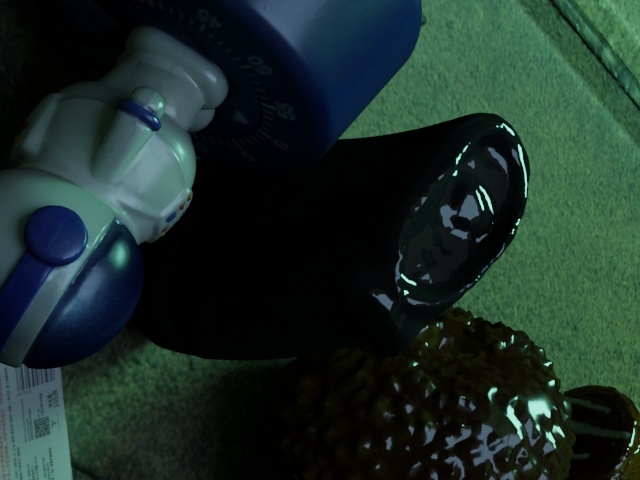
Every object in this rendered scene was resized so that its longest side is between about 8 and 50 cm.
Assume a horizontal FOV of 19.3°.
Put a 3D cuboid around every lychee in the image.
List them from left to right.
[{"bbox_3d":[0.073,0.184,1.563,0.267,0.267,0.268,-7,100,-46],"label":"lychee"}]

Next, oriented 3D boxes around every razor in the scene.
[{"bbox_3d":[0.000,0.001,1.391,0.204,0.349,0.113,-50,117,-28],"label":"razor"}]

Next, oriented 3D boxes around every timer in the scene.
[{"bbox_3d":[-0.127,-0.075,1.289,0.270,0.270,0.384,51,59,-37],"label":"timer"}]

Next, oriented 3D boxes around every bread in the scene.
[{"bbox_3d":[0.249,0.216,1.809,0.073,0.160,0.160,45,63,-33],"label":"bread"}]

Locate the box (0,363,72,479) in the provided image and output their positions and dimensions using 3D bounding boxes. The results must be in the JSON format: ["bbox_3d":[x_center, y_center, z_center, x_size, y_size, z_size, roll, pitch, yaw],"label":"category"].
[{"bbox_3d":[-0.230,0.141,1.373,0.089,0.043,0.125,-14,105,-45],"label":"box"}]
